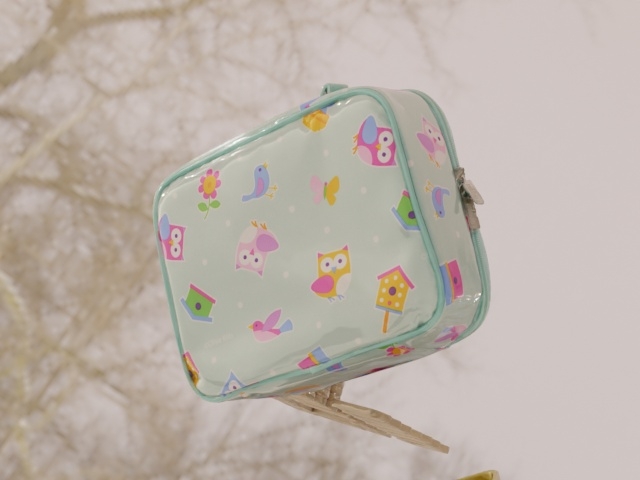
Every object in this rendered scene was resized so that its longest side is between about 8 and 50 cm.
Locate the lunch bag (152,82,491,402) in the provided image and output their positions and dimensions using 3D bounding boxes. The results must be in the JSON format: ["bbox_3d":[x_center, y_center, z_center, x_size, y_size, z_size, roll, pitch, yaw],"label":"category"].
[{"bbox_3d":[0.000,0.000,1.347,0.279,0.224,0.108,-22,-15,33],"label":"lunch bag"}]

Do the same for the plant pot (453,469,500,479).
[{"bbox_3d":[0.068,0.332,1.348,0.212,0.212,0.187,-19,-81,14],"label":"plant pot"}]

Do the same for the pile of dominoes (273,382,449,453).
[{"bbox_3d":[0.019,0.154,1.654,0.196,0.040,0.251,14,-9,25],"label":"pile of dominoes"}]
